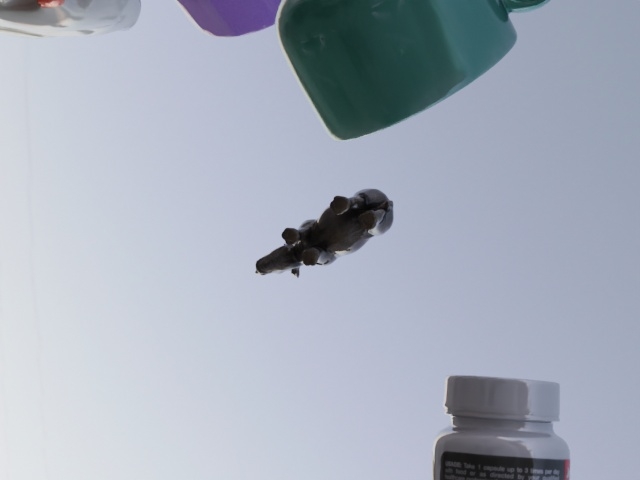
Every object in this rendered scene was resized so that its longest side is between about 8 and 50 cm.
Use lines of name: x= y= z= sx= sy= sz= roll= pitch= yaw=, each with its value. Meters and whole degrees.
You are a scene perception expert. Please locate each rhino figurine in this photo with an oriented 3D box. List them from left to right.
rhino figurine: x=0.000 y=0.000 z=1.438 sx=0.243 sy=0.106 sz=0.073 roll=-30 pitch=-97 yaw=31

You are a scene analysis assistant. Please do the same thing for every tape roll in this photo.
tape roll: x=-0.099 y=-0.423 z=1.503 sx=0.274 sy=0.090 sz=0.275 roll=-16 pitch=-129 yaw=21

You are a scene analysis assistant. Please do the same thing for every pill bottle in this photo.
pill bottle: x=0.207 y=0.303 z=1.218 sx=0.161 sy=0.161 sz=0.283 roll=-10 pitch=-106 yaw=57

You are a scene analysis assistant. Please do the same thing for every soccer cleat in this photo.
soccer cleat: x=-0.183 y=-0.136 z=0.521 sx=0.196 sy=0.076 sz=0.068 roll=16 pitch=-93 yaw=14

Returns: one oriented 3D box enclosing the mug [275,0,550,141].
mug: x=0.048 y=-0.141 z=0.632 sx=0.129 sy=0.157 sz=0.097 roll=-1 pitch=-57 yaw=60
